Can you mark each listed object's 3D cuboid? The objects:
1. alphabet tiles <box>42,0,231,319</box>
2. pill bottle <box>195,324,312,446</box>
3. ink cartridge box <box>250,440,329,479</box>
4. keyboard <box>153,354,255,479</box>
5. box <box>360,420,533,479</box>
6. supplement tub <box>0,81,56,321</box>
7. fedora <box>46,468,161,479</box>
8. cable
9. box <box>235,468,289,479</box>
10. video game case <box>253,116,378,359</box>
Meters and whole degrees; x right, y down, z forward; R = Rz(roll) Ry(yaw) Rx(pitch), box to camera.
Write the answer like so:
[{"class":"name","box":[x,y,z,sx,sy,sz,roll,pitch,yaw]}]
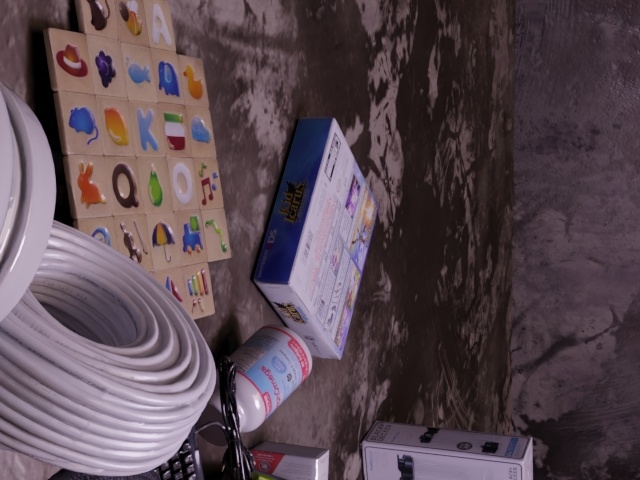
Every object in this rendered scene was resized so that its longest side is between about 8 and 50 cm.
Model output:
[{"class":"alphabet tiles","box":[-0.174,-0.084,1.070,0.285,0.011,0.343,-10,92,-68]},{"class":"pill bottle","box":[-0.087,0.177,1.299,0.160,0.087,0.087,-42,133,-44]},{"class":"ink cartridge box","box":[-0.044,0.348,1.437,0.056,0.099,0.135,-12,105,-72]},{"class":"keyboard","box":[-0.149,0.220,1.151,0.201,0.033,0.317,-28,122,-40]},{"class":"box","box":[0.224,0.421,1.876,0.087,0.290,0.169,-45,133,-61]},{"class":"supplement tub","box":[-0.303,-0.049,0.533,0.316,0.228,0.228,30,65,-66]},{"class":"fedora","box":[-0.250,0.310,0.820,0.334,0.152,0.334,-43,140,-52]},{"class":"cable","box":[-0.201,0.067,0.810,0.089,0.257,0.257,-54,-153,15]},{"class":"box","box":[-0.046,0.317,1.308,0.178,0.109,0.042,150,-40,-76]},{"class":"video game case","box":[0.000,0.000,1.544,0.244,0.061,0.269,58,41,-54]}]
